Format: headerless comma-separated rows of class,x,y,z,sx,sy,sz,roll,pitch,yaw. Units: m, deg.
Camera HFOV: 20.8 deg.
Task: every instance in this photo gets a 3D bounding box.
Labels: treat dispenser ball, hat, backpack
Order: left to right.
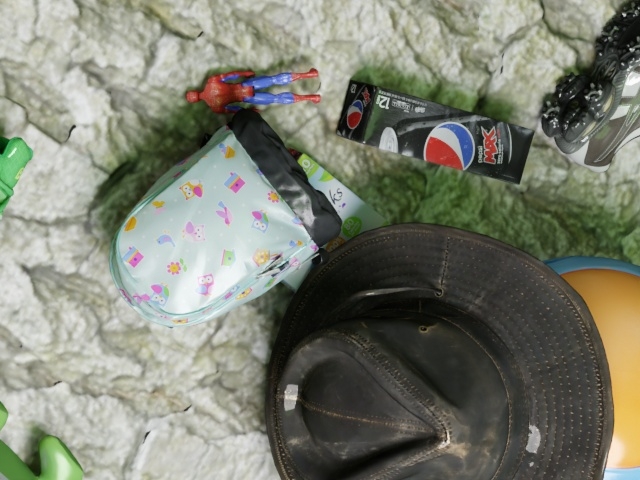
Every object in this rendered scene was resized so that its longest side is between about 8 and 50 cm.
backpack,-0.091,-0.009,1.436,0.182,0.115,0.152,-37,83,-4
hat,0.063,0.134,1.397,0.134,0.331,0.331,5,100,-57
treat dispenser ball,0.231,0.157,1.538,0.288,0.288,0.288,-5,102,-23

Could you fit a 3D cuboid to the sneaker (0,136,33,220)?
sneaker,-0.284,-0.036,1.368,0.124,0.109,0.295,-7,103,-19

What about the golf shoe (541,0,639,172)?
golf shoe,0.294,-0.150,1.634,0.198,0.077,0.094,-46,125,-3

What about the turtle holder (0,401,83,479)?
turtle holder,-0.278,0.279,1.389,0.227,0.320,0.243,-35,78,0

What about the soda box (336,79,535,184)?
soda box,0.104,-0.096,1.558,0.169,0.060,0.053,13,96,-26

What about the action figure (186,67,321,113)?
action figure,-0.059,-0.128,1.497,0.115,0.030,0.038,-6,97,-18

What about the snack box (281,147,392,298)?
snack box,0.000,0.000,1.542,0.141,0.037,0.100,39,84,-25
